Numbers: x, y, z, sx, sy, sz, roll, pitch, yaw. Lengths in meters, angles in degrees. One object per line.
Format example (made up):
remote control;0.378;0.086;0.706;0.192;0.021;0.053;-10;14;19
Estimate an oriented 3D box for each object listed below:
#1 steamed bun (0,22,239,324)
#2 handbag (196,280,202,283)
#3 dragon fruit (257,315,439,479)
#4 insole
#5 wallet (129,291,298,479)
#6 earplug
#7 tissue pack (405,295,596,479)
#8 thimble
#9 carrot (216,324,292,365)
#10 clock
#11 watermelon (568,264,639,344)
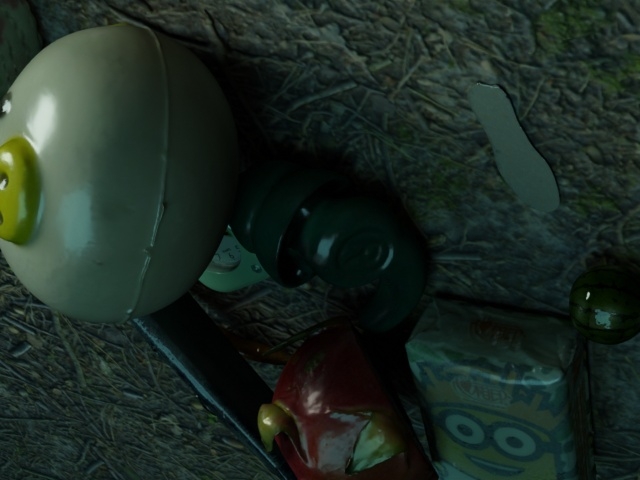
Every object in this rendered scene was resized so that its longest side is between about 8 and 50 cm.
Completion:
steamed bun;-0.257;-0.082;1.458;0.334;0.334;0.374;23;116;11
handbag;-0.221;0.027;1.786;0.139;0.072;0.115;30;142;-19
dragon fruit;0.028;0.266;1.683;0.189;0.291;0.291;-30;120;4
insole;0.227;-0.107;1.373;0.065;0.004;0.197;-9;127;40
wallet;-0.139;0.219;1.782;0.046;0.190;0.379;-43;88;15
earplug;0.005;-0.005;1.552;0.280;0.164;0.257;33;-179;18
tissue pack;0.259;0.234;1.629;0.228;0.128;0.311;10;136;26
thimble;-0.486;-0.266;1.569;0.185;0.149;0.211;25;142;11
carrot;-0.161;0.162;1.904;0.256;0.061;0.061;12;139;9
clock;-0.158;-0.022;1.679;0.159;0.066;0.211;-18;120;44
watermelon;0.354;0.079;1.415;0.109;0.109;0.109;19;140;16
